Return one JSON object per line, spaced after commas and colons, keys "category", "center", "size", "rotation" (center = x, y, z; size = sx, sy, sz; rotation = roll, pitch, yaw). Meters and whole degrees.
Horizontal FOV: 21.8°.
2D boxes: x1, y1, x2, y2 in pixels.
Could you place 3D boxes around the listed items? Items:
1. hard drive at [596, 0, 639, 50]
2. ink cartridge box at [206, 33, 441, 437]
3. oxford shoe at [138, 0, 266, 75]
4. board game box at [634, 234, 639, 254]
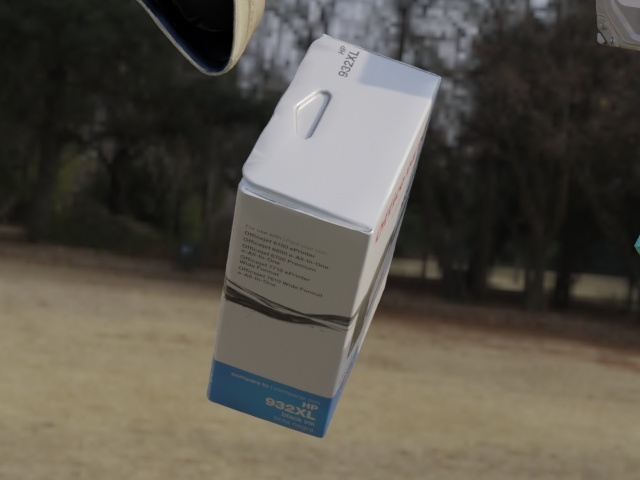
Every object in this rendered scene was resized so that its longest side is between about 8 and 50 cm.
{"category": "hard drive", "center": [0.405, -0.287, 1.608], "size": [0.064, 0.237, 0.339], "rotation": [-15, 22, -35]}
{"category": "ink cartridge box", "center": [0.000, 0.000, 1.566], "size": [0.129, 0.223, 0.307], "rotation": [20, -42, 7]}
{"category": "oxford shoe", "center": [-0.145, -0.314, 1.391], "size": [0.140, 0.146, 0.397], "rotation": [-19, -51, 19]}
{"category": "board game box", "center": [0.378, -0.021, 1.520], "size": [0.047, 0.210, 0.160], "rotation": [0, -42, 45]}
